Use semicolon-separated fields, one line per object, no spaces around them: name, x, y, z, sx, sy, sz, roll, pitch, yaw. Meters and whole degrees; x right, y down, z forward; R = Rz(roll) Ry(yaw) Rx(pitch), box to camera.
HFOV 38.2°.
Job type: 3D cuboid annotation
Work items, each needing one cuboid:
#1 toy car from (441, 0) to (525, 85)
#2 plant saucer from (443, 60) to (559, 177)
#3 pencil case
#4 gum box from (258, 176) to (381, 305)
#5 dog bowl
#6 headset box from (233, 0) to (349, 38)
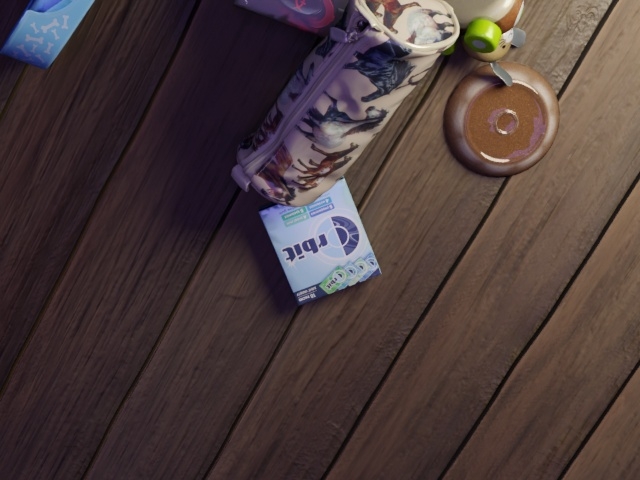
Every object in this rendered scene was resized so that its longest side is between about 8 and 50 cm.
toy car;0.274;-0.330;1.454;0.188;0.149;0.155;37;69;-43
plant saucer;0.308;-0.200;1.555;0.198;0.036;0.198;-1;106;-2
pencil case;0.020;-0.213;1.388;0.183;0.160;0.410;-3;149;-39
gum box;0.000;0.000;1.598;0.157;0.041;0.184;-22;105;4
dog bowl;-0.380;-0.390;1.413;0.074;0.166;0.297;33;102;-23
headset box;0.036;-0.420;1.440;0.293;0.110;0.218;19;105;-8
